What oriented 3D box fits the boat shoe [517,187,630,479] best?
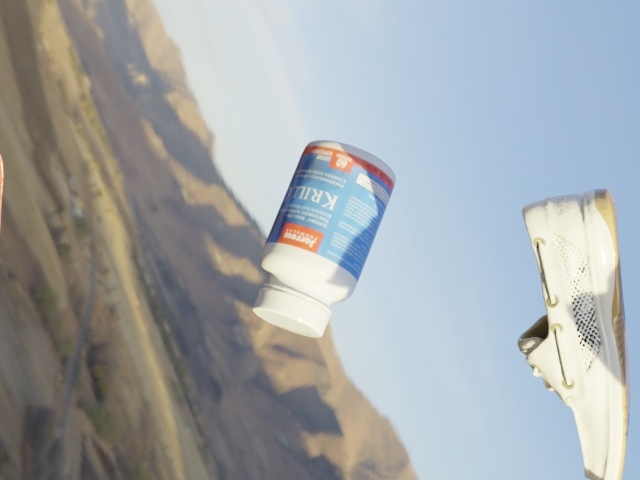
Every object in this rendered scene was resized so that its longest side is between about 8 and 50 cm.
[{"bbox_3d":[0.227,0.091,1.070,0.098,0.096,0.277,-43,127,-71],"label":"boat shoe"}]

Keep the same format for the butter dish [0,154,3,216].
[{"bbox_3d":[-0.403,-0.022,1.149,0.118,0.160,0.159,-51,154,-64],"label":"butter dish"}]

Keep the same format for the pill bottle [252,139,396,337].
[{"bbox_3d":[0.000,0.000,1.446,0.124,0.124,0.221,87,23,-74],"label":"pill bottle"}]
